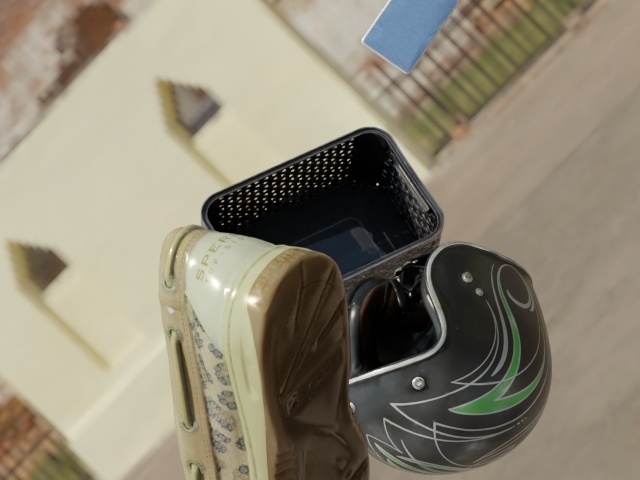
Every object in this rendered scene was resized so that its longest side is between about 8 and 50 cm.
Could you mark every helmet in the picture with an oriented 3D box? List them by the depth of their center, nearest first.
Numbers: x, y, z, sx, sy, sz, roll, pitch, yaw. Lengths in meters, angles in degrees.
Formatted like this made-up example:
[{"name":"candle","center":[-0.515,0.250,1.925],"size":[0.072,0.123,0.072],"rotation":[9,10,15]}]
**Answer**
[{"name":"helmet","center":[0.090,0.097,1.304],"size":[0.169,0.169,0.161],"rotation":[140,141,-60]}]

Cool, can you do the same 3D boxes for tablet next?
[{"name":"tablet","center":[0.081,-0.198,1.574],"size":[0.083,0.054,0.006],"rotation":[-55,3,2]}]

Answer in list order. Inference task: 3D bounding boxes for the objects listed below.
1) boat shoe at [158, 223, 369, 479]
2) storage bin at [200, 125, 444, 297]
[{"name":"boat shoe","center":[-0.035,0.115,0.995],"size":[0.104,0.089,0.285],"rotation":[-38,-42,-44]},{"name":"storage bin","center":[0.000,0.000,1.453],"size":[0.180,0.122,0.084],"rotation":[-25,-25,-15]}]
